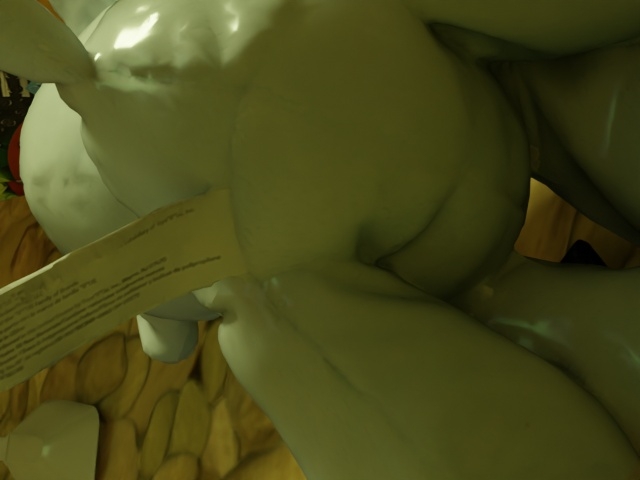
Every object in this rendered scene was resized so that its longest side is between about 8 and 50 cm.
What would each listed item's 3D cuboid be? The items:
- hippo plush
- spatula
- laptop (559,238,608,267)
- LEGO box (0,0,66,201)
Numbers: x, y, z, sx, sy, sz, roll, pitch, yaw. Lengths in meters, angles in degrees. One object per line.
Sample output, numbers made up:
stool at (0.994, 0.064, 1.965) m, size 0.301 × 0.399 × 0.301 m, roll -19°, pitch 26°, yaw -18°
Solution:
hippo plush at (0.000, 0.000, 0.621) m, size 0.236 × 0.294 × 0.234 m, roll -10°, pitch 95°, yaw 68°
spatula at (-0.184, 0.168, 1.061) m, size 0.242 × 0.019 × 0.168 m, roll -8°, pitch 73°, yaw 58°
laptop at (0.008, 0.151, 0.630) m, size 0.264 × 0.136 × 0.234 m, roll -56°, pitch 34°, yaw 26°
LEGO box at (-0.287, -0.237, 1.033) m, size 0.372 × 0.193 × 0.500 m, roll -16°, pitch 54°, yaw 20°
